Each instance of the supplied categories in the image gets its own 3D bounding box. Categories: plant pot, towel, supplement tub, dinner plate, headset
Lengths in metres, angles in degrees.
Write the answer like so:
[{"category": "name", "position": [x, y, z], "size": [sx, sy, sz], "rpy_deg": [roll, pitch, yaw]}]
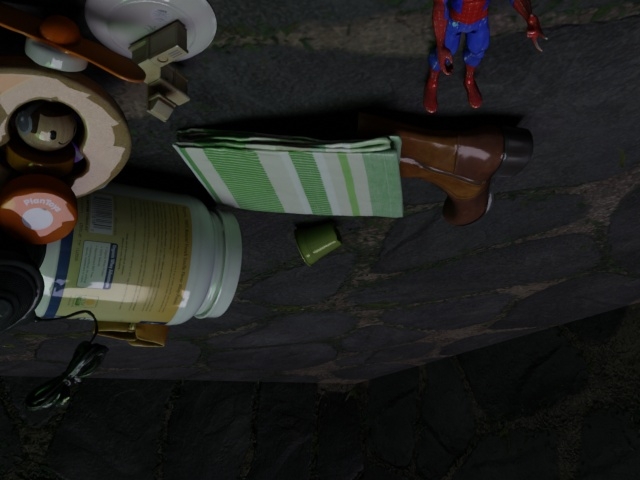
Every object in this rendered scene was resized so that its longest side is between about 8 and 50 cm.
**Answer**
[{"category": "plant pot", "position": [0.000, 0.000, 1.253], "size": [0.079, 0.083, 0.083], "rpy_deg": [-22, 155, 12]}, {"category": "towel", "position": [-0.036, -0.100, 0.963], "size": [0.324, 0.038, 0.248], "rpy_deg": [2, 159, 9]}, {"category": "supplement tub", "position": [-0.311, 0.022, 1.021], "size": [0.316, 0.228, 0.228], "rpy_deg": [9, 155, -30]}, {"category": "dinner plate", "position": [-0.186, -0.236, 0.685], "size": [0.141, 0.017, 0.141], "rpy_deg": [-5, 158, -2]}, {"category": "headset", "position": [-0.422, 0.050, 0.743], "size": [0.185, 0.243, 0.394], "rpy_deg": [-42, 121, -1]}]

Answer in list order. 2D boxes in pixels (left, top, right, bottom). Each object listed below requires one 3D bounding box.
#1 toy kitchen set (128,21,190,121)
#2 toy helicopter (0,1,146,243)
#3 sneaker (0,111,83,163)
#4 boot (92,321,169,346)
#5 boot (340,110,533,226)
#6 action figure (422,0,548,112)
[{"category": "toy kitchen set", "position": [-0.163, -0.184, 0.704], "size": [0.075, 0.068, 0.083], "rpy_deg": [-17, 156, 26]}, {"category": "toy helicopter", "position": [-0.346, -0.166, 0.627], "size": [0.235, 0.140, 0.355], "rpy_deg": [-39, 135, 16]}, {"category": "sneaker", "position": [-0.374, -0.138, 0.807], "size": [0.236, 0.095, 0.104], "rpy_deg": [6, 150, -38]}, {"category": "boot", "position": [-0.314, 0.114, 1.280], "size": [0.295, 0.211, 0.104], "rpy_deg": [6, 157, -26]}, {"category": "boot", "position": [0.155, -0.102, 0.997], "size": [0.280, 0.096, 0.264], "rpy_deg": [2, 162, -10]}, {"category": "action figure", "position": [0.166, -0.208, 0.680], "size": [0.091, 0.139, 0.280], "rpy_deg": [-7, 156, 3]}]
